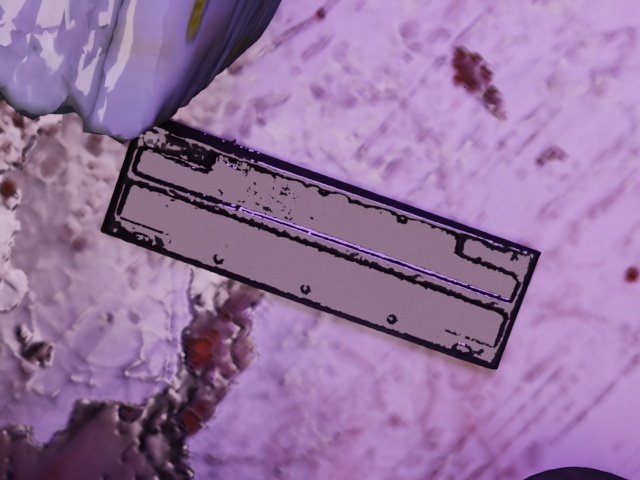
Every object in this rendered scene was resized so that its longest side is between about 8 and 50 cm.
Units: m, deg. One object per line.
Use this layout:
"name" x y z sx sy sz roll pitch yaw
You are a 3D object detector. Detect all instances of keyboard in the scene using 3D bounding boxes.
"keyboard" 0.000 0.000 0.907 0.198 0.010 0.063 20 102 -1

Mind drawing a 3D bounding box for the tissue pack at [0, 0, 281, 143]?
"tissue pack" -0.068 -0.196 0.682 0.162 0.388 0.287 15 101 1

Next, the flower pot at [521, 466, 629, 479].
"flower pot" 0.169 0.200 0.805 0.148 0.235 0.235 -18 101 44
